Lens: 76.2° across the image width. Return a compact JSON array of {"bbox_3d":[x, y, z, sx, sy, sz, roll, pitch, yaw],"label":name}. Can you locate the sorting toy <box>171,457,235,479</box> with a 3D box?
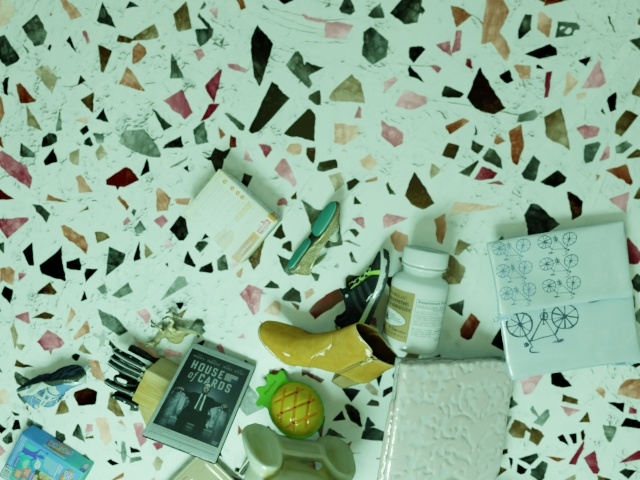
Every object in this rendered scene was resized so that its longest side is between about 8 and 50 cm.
[{"bbox_3d":[-0.310,0.700,1.119,0.208,0.038,0.193,43,99,-5],"label":"sorting toy"}]

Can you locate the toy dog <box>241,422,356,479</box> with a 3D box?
[{"bbox_3d":[-0.071,0.699,0.918,0.285,0.395,0.407,15,95,-24],"label":"toy dog"}]

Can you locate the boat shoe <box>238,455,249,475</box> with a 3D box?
[{"bbox_3d":[-0.168,0.573,1.082,0.043,0.049,0.137,36,94,-2],"label":"boat shoe"}]

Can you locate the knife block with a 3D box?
[{"bbox_3d":[-0.404,0.361,1.057,0.276,0.088,0.241,-18,96,8],"label":"knife block"}]

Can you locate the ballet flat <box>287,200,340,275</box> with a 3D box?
[{"bbox_3d":[0.000,0.000,0.992,0.067,0.073,0.206,30,103,-26],"label":"ballet flat"}]

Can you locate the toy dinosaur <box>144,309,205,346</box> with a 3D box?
[{"bbox_3d":[-0.381,0.231,1.064,0.183,0.053,0.092,-14,108,18],"label":"toy dinosaur"}]

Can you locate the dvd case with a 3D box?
[{"bbox_3d":[-0.285,0.385,0.992,0.180,0.238,0.029,21,141,0],"label":"dvd case"}]

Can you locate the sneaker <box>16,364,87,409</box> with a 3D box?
[{"bbox_3d":[-0.713,0.398,1.105,0.211,0.080,0.081,-18,101,17],"label":"sneaker"}]

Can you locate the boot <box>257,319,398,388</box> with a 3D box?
[{"bbox_3d":[0.018,0.234,0.949,0.295,0.104,0.211,33,133,-9],"label":"boot"}]

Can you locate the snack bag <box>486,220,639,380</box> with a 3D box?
[{"bbox_3d":[0.559,0.144,0.933,0.324,0.037,0.342,-8,92,0],"label":"snack bag"}]

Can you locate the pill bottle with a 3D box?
[{"bbox_3d":[0.224,0.132,0.943,0.131,0.131,0.229,9,98,5],"label":"pill bottle"}]

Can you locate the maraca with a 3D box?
[{"bbox_3d":[-0.077,0.411,1.026,0.186,0.099,0.127,33,65,17],"label":"maraca"}]

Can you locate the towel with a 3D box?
[{"bbox_3d":[0.290,0.421,0.934,0.332,0.053,0.316,7,92,-23],"label":"towel"}]

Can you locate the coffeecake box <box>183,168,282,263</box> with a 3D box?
[{"bbox_3d":[-0.212,-0.059,0.995,0.185,0.068,0.142,42,99,0],"label":"coffeecake box"}]

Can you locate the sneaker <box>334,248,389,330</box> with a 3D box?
[{"bbox_3d":[0.094,0.123,0.979,0.097,0.084,0.234,20,99,4],"label":"sneaker"}]

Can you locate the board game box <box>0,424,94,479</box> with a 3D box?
[{"bbox_3d":[-0.771,0.646,1.150,0.210,0.047,0.160,32,99,2],"label":"board game box"}]
